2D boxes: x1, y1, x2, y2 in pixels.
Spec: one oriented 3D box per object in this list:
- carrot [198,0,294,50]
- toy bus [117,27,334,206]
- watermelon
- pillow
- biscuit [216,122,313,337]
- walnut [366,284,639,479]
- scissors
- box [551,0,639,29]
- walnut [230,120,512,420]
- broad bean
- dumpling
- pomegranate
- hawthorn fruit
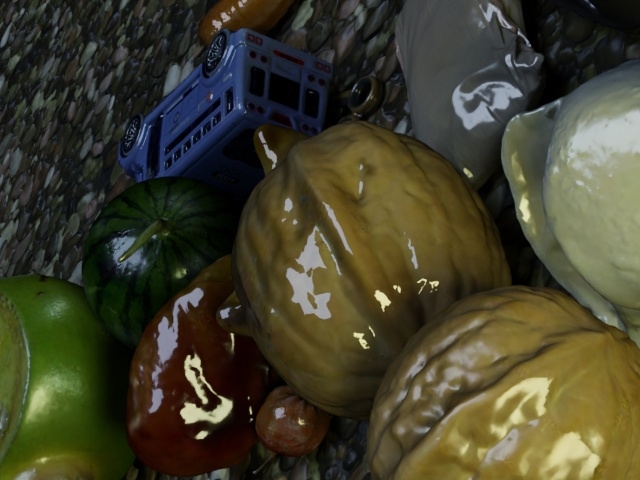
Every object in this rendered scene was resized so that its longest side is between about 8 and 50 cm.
[{"bbox_3d":[-0.061,-0.288,1.917,0.205,0.072,0.072,-43,35,31],"label":"carrot"},{"bbox_3d":[-0.110,-0.104,1.781,0.292,0.125,0.133,-36,42,49],"label":"toy bus"},{"bbox_3d":[-0.151,0.021,1.688,0.215,0.188,0.188,84,-170,-58],"label":"watermelon"},{"bbox_3d":[0.134,-0.171,1.502,0.173,0.067,0.270,-49,34,33],"label":"pillow"},{"bbox_3d":[0.001,0.000,1.519,0.047,0.164,0.208,96,-174,-69],"label":"biscuit"},{"bbox_3d":[0.134,0.131,1.147,0.213,0.213,0.213,-39,38,39],"label":"walnut"},{"bbox_3d":[-0.001,-0.139,1.756,0.220,0.017,0.088,20,88,62],"label":"scissors"},{"bbox_3d":[0.259,-0.322,1.367,0.289,0.073,0.290,-50,32,4],"label":"box"},{"bbox_3d":[0.041,0.026,1.361,0.225,0.225,0.261,-53,42,22],"label":"walnut"},{"bbox_3d":[-0.098,0.116,1.575,0.229,0.156,0.122,-64,15,-1],"label":"broad bean"},{"bbox_3d":[0.240,-0.010,1.131,0.243,0.175,0.227,-143,49,-76],"label":"dumpling"},{"bbox_3d":[-0.286,0.213,1.774,0.310,0.216,0.358,-56,47,18],"label":"pomegranate"},{"bbox_3d":[-0.032,0.180,1.521,0.103,0.066,0.067,-67,26,24],"label":"hawthorn fruit"}]
